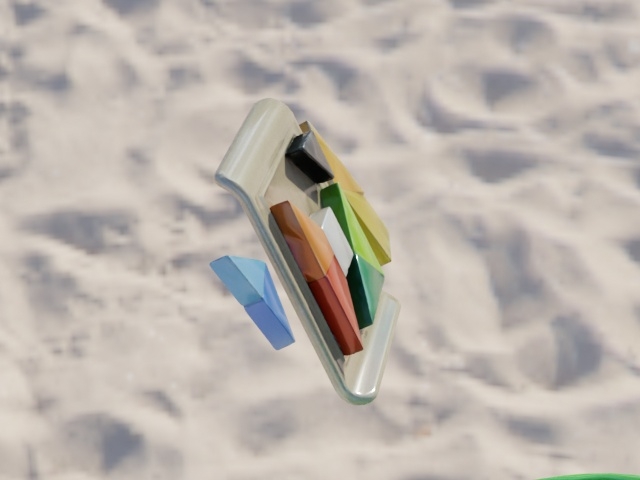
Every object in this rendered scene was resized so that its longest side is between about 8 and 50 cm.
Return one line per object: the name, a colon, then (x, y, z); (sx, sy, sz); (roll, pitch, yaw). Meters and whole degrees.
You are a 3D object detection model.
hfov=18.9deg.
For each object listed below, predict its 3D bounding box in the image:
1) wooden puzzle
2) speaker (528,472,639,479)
wooden puzzle: (0.000, 0.000, 0.515); (0.014, 0.078, 0.116); (-26, 23, 18)
speaker: (0.082, 0.217, 0.497); (0.131, 0.296, 0.131); (-14, 10, 3)
